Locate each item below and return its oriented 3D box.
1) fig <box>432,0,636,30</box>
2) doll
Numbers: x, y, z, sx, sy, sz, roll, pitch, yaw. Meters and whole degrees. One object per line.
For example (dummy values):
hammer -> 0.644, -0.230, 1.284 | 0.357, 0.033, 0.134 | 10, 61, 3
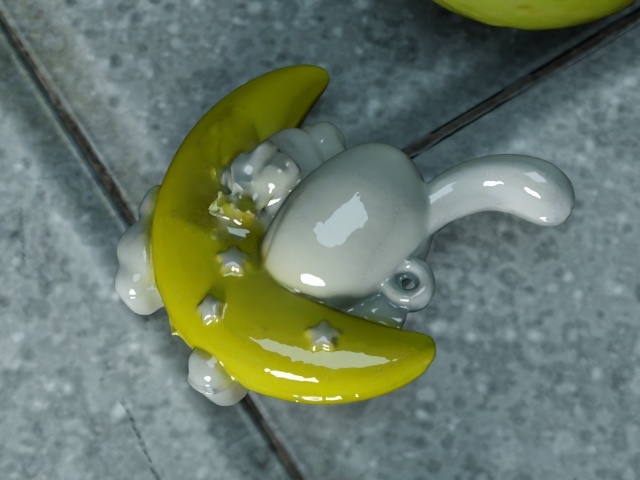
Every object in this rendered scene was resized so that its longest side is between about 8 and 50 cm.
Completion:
fig -> 0.120, -0.260, 1.173 | 0.271, 0.239, 0.239 | 7, 62, -40
doll -> 0.000, 0.000, 1.158 | 0.237, 0.111, 0.252 | 35, 74, 30
